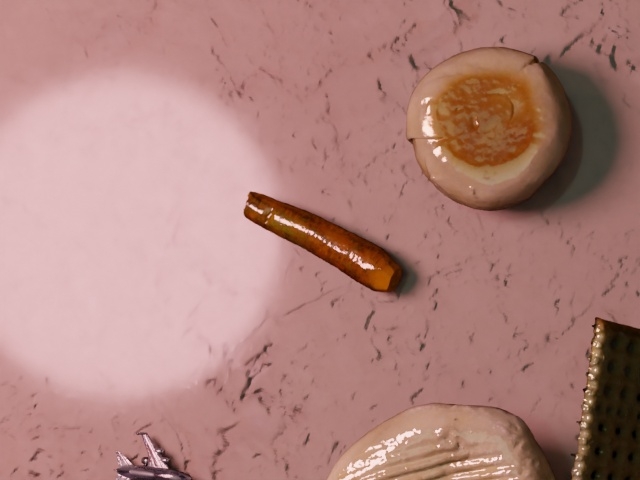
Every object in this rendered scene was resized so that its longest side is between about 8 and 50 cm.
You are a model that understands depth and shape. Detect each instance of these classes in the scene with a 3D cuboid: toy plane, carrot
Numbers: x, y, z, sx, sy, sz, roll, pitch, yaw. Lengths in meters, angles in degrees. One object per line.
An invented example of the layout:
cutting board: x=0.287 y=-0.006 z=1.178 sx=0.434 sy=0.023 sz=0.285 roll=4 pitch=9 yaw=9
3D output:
toy plane: x=-0.162 y=0.227 z=1.907 sx=0.083 sy=0.031 sz=0.078 roll=5 pitch=85 yaw=14
carrot: x=0.000 y=0.000 z=1.891 sx=0.171 sy=0.042 sz=0.042 roll=26 pitch=90 yaw=17

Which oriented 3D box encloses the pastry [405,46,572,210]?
pastry: x=0.158 y=-0.104 z=1.838 sx=0.156 sy=0.092 sz=0.156 roll=-1 pitch=86 yaw=11

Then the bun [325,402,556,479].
bun: x=0.116 y=0.255 z=1.785 sx=0.231 sy=0.133 sz=0.231 roll=-1 pitch=86 yaw=12

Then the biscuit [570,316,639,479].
biscuit: x=0.267 y=0.192 z=1.762 sx=0.016 sy=0.139 sz=0.231 roll=6 pitch=85 yaw=42
